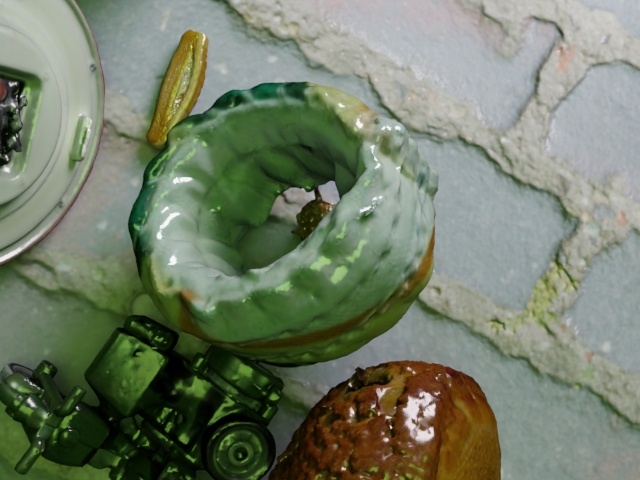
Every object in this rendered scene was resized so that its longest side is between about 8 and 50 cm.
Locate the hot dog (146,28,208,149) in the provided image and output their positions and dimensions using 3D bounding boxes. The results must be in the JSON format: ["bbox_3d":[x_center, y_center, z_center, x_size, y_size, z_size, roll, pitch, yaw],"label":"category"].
[{"bbox_3d":[-0.153,-0.163,0.920,0.044,0.028,0.137,14,82,19],"label":"hot dog"}]

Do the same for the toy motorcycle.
[{"bbox_3d":[-0.178,0.167,0.849,0.275,0.127,0.205,36,86,-8],"label":"toy motorcycle"}]

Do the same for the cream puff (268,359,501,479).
[{"bbox_3d":[0.057,0.266,0.814,0.212,0.303,0.303,-1,86,25],"label":"cream puff"}]

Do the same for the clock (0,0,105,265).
[{"bbox_3d":[-0.326,-0.115,0.770,0.080,0.318,0.319,20,83,31],"label":"clock"}]

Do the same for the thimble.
[{"bbox_3d":[-0.031,-0.019,0.803,0.288,0.167,0.254,-24,61,15],"label":"thimble"}]

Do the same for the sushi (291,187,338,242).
[{"bbox_3d":[0.004,-0.001,0.916,0.061,0.060,0.118,-21,87,-4],"label":"sushi"}]
